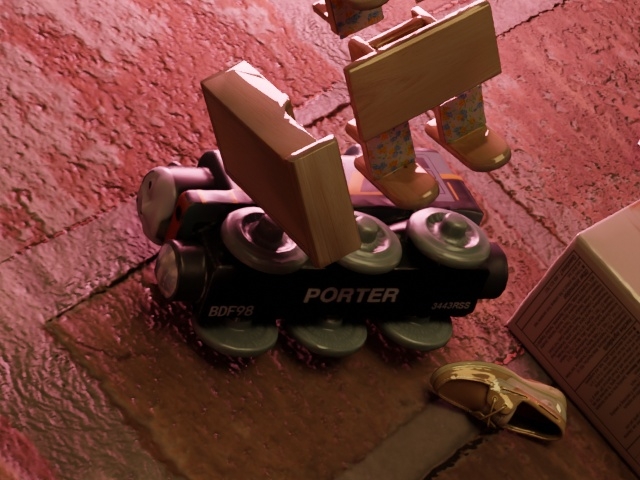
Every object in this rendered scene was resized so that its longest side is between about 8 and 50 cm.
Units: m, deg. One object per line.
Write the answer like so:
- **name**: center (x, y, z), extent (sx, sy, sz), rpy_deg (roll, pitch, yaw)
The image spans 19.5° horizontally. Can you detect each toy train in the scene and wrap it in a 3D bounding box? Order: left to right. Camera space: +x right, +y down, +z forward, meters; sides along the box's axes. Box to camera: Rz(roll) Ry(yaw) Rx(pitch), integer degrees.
- **toy train**: center (0.000, 0.000, 1.635), extent (0.334, 0.142, 0.190), rpy_deg (0, 40, -26)

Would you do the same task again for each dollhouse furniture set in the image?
- **dollhouse furniture set**: center (0.052, -0.107, 1.510), extent (0.242, 0.212, 0.161), rpy_deg (-27, 40, -16)

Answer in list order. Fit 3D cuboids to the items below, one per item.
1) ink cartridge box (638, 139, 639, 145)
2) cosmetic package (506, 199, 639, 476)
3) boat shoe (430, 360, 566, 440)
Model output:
- **ink cartridge box**: center (0.464, -0.087, 2.026), extent (0.235, 0.056, 0.171), rpy_deg (22, 43, 6)
- **cosmetic package**: center (0.332, 0.123, 1.697), extent (0.129, 0.153, 0.296), rpy_deg (-25, 69, -41)
- **boat shoe**: center (0.162, 0.144, 1.652), extent (0.135, 0.050, 0.045), rpy_deg (15, 41, -18)
